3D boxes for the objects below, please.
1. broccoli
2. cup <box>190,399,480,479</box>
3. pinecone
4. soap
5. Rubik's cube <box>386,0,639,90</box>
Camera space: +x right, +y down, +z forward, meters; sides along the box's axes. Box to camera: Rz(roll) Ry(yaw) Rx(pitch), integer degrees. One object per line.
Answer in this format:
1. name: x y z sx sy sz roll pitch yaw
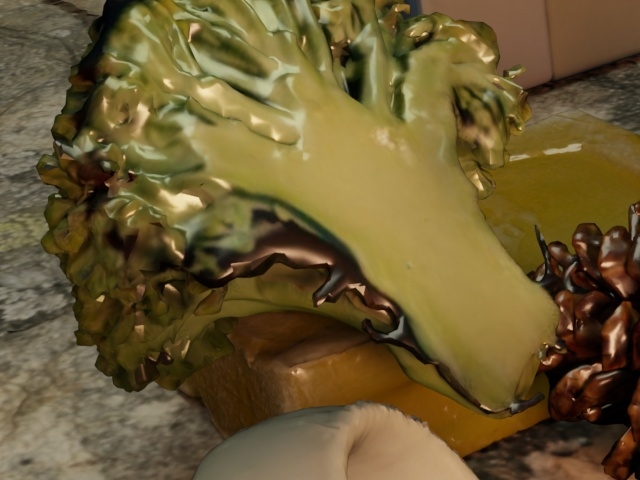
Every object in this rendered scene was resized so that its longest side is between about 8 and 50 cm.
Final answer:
1. broccoli: -0.012 -0.002 0.776 0.242 0.180 0.273 -38 82 -30
2. cup: 0.053 0.163 0.423 0.227 0.301 0.257 -24 15 13
3. pinecone: 0.175 0.048 0.754 0.173 0.173 0.173 -7 26 3
4. soap: 0.079 0.027 0.907 0.315 0.091 0.199 -19 26 -21
5. Rubik's cube: 0.146 -0.346 1.359 0.347 0.344 0.346 -19 27 -18
